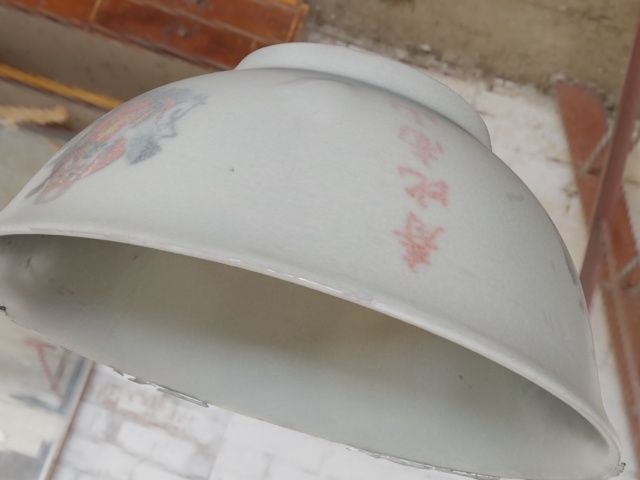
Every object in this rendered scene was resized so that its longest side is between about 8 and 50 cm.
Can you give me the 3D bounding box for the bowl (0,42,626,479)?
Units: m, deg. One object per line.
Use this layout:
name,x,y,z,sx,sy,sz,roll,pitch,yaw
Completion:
bowl,0.000,0.000,0.636,0.346,0.157,0.345,16,163,5
